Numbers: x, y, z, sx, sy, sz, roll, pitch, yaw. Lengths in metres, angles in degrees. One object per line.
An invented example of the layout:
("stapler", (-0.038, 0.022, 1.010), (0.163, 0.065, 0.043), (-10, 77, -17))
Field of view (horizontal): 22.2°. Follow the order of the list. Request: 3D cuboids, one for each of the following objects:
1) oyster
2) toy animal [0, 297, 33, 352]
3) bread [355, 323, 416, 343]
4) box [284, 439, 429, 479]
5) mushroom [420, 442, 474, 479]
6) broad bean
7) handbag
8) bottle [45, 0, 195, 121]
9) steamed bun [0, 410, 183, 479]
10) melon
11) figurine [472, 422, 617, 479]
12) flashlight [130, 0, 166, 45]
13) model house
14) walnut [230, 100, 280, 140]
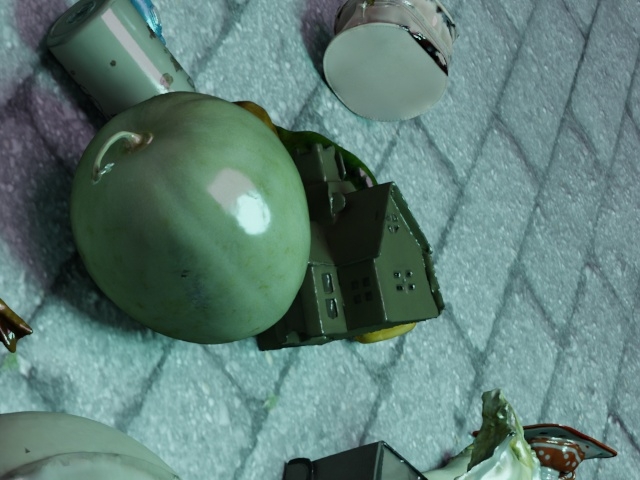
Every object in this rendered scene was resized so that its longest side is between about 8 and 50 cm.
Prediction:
("oyster", (0.194, 0.342, 1.938), (0.271, 0.100, 0.275), (-33, 111, -57))
("toy animal", (-0.357, 0.111, 1.494), (0.298, 0.122, 0.185), (63, 35, -25))
("bread", (0.056, 0.021, 2.211), (0.074, 0.093, 0.239), (93, -21, -82))
("box", (0.053, 0.394, 1.925), (0.188, 0.153, 0.252), (46, 37, -33))
("mushroom", (0.168, 0.328, 2.211), (0.209, 0.084, 0.071), (-7, 57, -55))
("broad bean", (0.024, -0.032, 2.156), (0.049, 0.144, 0.292), (100, -26, -82))
("handbag", (0.102, -0.278, 2.373), (0.205, 0.179, 0.116), (43, 33, -37))
("bottle", (-0.209, -0.177, 1.901), (0.233, 0.110, 0.110), (52, 35, -26))
("steamed bun", (-0.268, 0.319, 1.373), (0.374, 0.241, 0.374), (-12, 107, -42))
("melon", (-0.140, -0.022, 1.781), (0.271, 0.272, 0.308), (-63, 152, -50))
("figurine", (0.321, 0.398, 2.351), (0.183, 0.160, 0.226), (29, 58, -46))
("flashlight", (-0.231, -0.290, 1.998), (0.129, 0.051, 0.051), (64, 32, -19))
("model house", (0.000, 0.000, 2.011), (0.204, 0.211, 0.243), (0, 77, -58))
("walnut", (-0.102, -0.104, 2.029), (0.116, 0.116, 0.207), (48, 30, -30))
